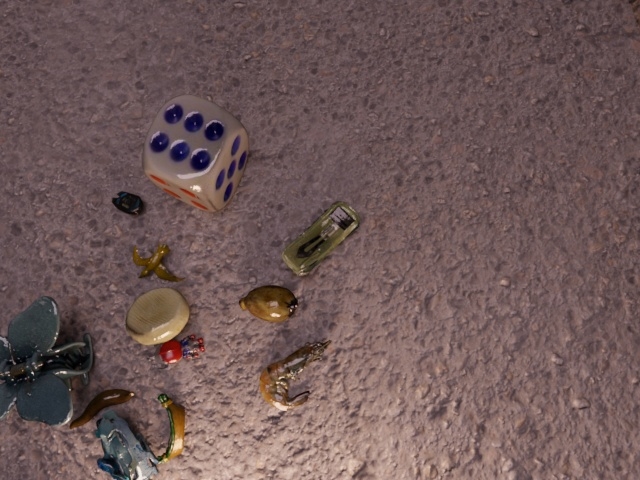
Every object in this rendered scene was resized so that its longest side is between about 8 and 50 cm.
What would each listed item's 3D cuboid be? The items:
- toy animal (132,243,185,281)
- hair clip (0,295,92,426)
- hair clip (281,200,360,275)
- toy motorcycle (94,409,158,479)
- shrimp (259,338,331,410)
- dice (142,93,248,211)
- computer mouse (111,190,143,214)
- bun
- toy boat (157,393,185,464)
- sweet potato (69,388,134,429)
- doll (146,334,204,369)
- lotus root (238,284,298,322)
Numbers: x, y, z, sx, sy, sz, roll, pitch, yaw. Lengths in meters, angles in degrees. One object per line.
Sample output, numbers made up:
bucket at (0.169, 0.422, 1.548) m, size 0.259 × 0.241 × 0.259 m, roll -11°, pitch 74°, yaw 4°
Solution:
toy animal at (-0.590, 0.082, 1.758) m, size 0.219 × 0.155 × 0.095 m, roll 36°, pitch 45°, yaw -32°
hair clip at (-0.920, 0.416, 1.597) m, size 0.318 × 0.238 × 0.393 m, roll -17°, pitch 77°, yaw -3°
hair clip at (0.001, 0.000, 1.769) m, size 0.138 × 0.091 × 0.321 m, roll 42°, pitch 69°, yaw 17°
toy motorcycle at (-0.624, 0.658, 1.572) m, size 0.154 × 0.206 × 0.260 m, roll -28°, pitch 75°, yaw -44°
shrimp at (-0.065, 0.456, 1.682) m, size 0.295 × 0.058 × 0.169 m, roll -31°, pitch 86°, yaw -3°
dice at (-0.424, -0.296, 1.727) m, size 0.276 × 0.304 × 0.304 m, roll 24°, pitch 78°, yaw 5°
computer mouse at (-0.704, -0.134, 1.822) m, size 0.134 × 0.047 × 0.079 m, roll 27°, pitch 66°, yaw 18°
bun at (-0.548, 0.268, 1.695) m, size 0.222 × 0.128 × 0.223 m, roll -10°, pitch 50°, yaw 12°
toy boat at (-0.491, 0.612, 1.618) m, size 0.088 × 0.089 × 0.230 m, roll 3°, pitch 88°, yaw -22°
sweet potato at (-0.736, 0.548, 1.659) m, size 0.249 × 0.059 × 0.069 m, roll -28°, pitch 91°, yaw -2°
doll at (-0.496, 0.377, 1.697) m, size 0.194 × 0.062 × 0.104 m, roll -14°, pitch 89°, yaw -10°
lotus root at (-0.180, 0.214, 1.695) m, size 0.213 × 0.138 × 0.139 m, roll 2°, pitch 77°, yaw 9°
